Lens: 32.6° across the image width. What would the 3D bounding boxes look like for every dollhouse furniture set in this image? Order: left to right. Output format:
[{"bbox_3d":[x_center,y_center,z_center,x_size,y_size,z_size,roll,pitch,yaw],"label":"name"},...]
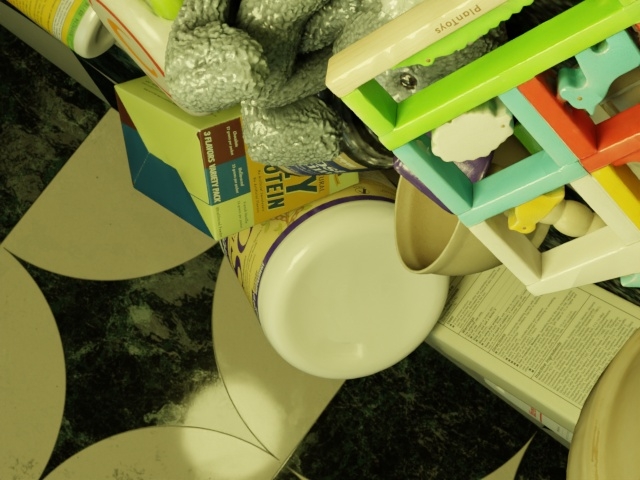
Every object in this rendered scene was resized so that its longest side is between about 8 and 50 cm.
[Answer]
[{"bbox_3d":[0.205,-0.104,0.778,0.076,0.058,0.152,46,153,-8],"label":"dollhouse furniture set"}]

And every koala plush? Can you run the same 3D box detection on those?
[{"bbox_3d":[0.036,-0.158,0.799,0.221,0.203,0.196,11,171,25],"label":"koala plush"}]

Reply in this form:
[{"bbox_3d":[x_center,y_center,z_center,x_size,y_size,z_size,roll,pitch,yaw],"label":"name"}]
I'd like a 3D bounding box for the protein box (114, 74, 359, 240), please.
[{"bbox_3d":[-0.097,-0.123,1.277,0.200,0.201,0.136,30,135,47],"label":"protein box"}]

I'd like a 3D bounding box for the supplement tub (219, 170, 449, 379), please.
[{"bbox_3d":[0.000,0.000,1.425,0.241,0.241,0.331,42,-173,-32],"label":"supplement tub"}]

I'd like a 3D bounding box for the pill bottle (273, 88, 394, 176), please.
[{"bbox_3d":[0.033,-0.125,1.023,0.123,0.123,0.219,41,160,-26],"label":"pill bottle"}]

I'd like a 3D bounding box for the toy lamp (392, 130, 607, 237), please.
[{"bbox_3d":[0.191,-0.025,0.903,0.275,0.080,0.080,26,175,-7],"label":"toy lamp"}]

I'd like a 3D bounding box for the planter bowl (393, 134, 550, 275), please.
[{"bbox_3d":[0.151,-0.038,1.027,0.109,0.162,0.162,12,-179,-18],"label":"planter bowl"}]

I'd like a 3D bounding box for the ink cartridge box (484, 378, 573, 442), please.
[{"bbox_3d":[0.425,0.261,1.686,0.353,0.119,0.207,34,173,18],"label":"ink cartridge box"}]

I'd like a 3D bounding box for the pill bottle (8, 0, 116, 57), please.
[{"bbox_3d":[-0.369,-0.367,1.461,0.246,0.136,0.136,37,173,2],"label":"pill bottle"}]

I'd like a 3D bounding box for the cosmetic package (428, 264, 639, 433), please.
[{"bbox_3d":[0.283,0.124,1.341,0.309,0.160,0.113,32,172,45],"label":"cosmetic package"}]

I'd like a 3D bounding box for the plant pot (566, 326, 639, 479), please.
[{"bbox_3d":[0.330,0.124,0.646,0.323,0.323,0.280,35,157,18],"label":"plant pot"}]

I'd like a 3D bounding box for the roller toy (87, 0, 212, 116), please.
[{"bbox_3d":[-0.130,-0.236,1.091,0.191,0.146,0.209,53,171,-34],"label":"roller toy"}]

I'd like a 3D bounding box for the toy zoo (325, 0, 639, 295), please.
[{"bbox_3d":[0.168,-0.059,0.714,0.192,0.030,0.293,-27,128,32],"label":"toy zoo"}]
